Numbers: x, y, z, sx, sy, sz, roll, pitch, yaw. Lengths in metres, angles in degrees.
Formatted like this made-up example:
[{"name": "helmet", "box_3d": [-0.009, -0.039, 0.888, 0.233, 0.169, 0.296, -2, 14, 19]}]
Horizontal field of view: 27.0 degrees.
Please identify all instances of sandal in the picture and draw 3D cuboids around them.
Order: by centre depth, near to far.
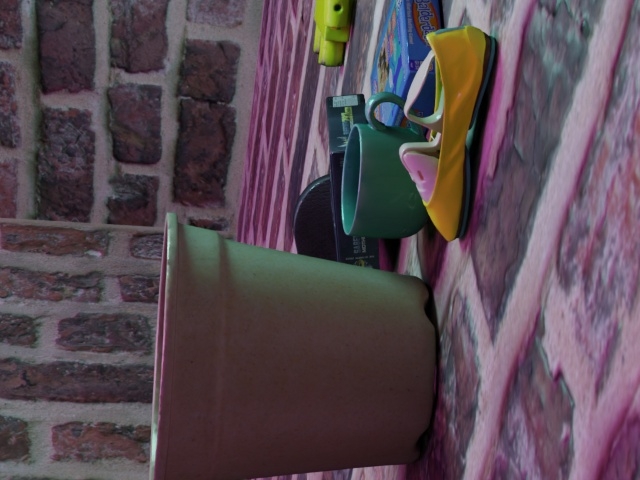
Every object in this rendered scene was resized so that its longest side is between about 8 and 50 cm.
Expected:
[{"name": "sandal", "box_3d": [-0.001, 0.000, 2.099, 0.054, 0.097, 0.254, -98, 14, -55]}]

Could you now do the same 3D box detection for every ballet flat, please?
[{"name": "ballet flat", "box_3d": [0.120, -0.108, 1.354, 0.077, 0.077, 0.231, -104, 19, -62]}]

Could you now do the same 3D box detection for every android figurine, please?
[{"name": "android figurine", "box_3d": [0.022, -0.443, 2.284, 0.248, 0.056, 0.272, -104, 18, -66]}]

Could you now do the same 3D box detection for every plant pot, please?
[{"name": "plant pot", "box_3d": [-0.037, 0.144, 1.547, 0.334, 0.306, 0.333, -176, 90, -82]}]

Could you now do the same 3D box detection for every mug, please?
[{"name": "mug", "box_3d": [0.084, -0.075, 1.526, 0.157, 0.097, 0.129, 105, 167, -51]}]

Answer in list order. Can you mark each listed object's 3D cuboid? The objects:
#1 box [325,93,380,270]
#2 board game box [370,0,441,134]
[{"name": "box", "box_3d": [0.043, -0.075, 1.791, 0.232, 0.059, 0.183, -91, -5, -65]}, {"name": "board game box", "box_3d": [0.103, -0.200, 1.623, 0.210, 0.047, 0.160, 107, 164, -58]}]
